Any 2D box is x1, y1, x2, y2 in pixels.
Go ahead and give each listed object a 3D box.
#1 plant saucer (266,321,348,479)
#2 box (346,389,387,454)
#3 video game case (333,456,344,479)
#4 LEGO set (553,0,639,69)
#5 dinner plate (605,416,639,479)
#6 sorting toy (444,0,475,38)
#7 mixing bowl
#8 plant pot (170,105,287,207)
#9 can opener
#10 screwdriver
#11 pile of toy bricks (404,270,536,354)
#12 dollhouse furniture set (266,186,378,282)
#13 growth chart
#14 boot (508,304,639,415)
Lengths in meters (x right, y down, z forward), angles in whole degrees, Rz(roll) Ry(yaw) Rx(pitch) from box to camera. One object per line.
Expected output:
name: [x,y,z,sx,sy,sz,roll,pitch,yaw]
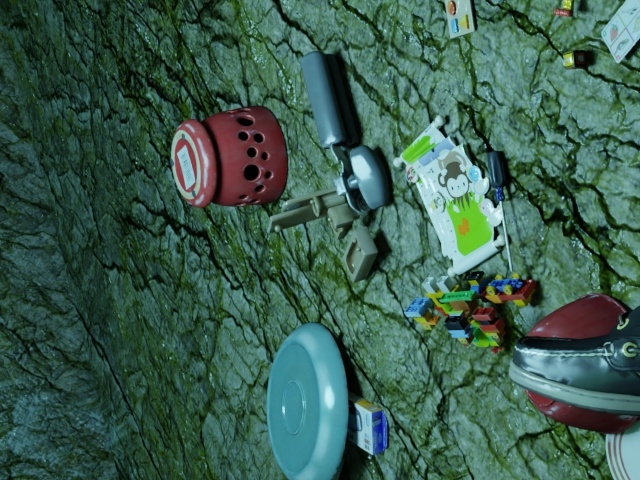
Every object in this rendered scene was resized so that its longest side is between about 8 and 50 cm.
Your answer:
plant saucer: [-0.035,0.310,2.157,0.317,0.043,0.318,-177,90,-65]
box: [0.073,0.322,2.050,0.136,0.028,0.081,21,117,60]
video game case: [-0.035,0.531,2.174,0.206,0.026,0.227,-49,17,55]
LEGO set: [0.326,-0.313,1.355,0.244,0.060,0.183,-58,45,52]
dinner plate: [0.407,0.273,1.435,0.141,0.017,0.141,29,124,56]
sorting toy: [0.192,-0.331,1.635,0.062,0.012,0.083,-5,95,62]
mixing bowl: [0.315,0.161,1.462,0.181,0.098,0.182,175,90,-65]
plant pot: [-0.178,-0.154,2.204,0.191,0.174,0.191,24,119,54]
can opener: [0.049,-0.183,1.909,0.095,0.076,0.284,-19,81,30]
screwdriver: [0.251,-0.041,1.597,0.025,0.024,0.170,73,-171,-80]
pile of toy bricks: [0.222,0.116,1.654,0.212,0.118,0.105,-7,125,53]
dollhouse furniture set: [0.000,0.000,1.948,0.144,0.123,0.151,109,141,-64]
growth chart: [0.193,-0.066,1.714,0.172,0.021,0.237,-53,54,52]
boot: [0.375,0.037,1.212,0.377,0.138,0.284,1,98,37]
